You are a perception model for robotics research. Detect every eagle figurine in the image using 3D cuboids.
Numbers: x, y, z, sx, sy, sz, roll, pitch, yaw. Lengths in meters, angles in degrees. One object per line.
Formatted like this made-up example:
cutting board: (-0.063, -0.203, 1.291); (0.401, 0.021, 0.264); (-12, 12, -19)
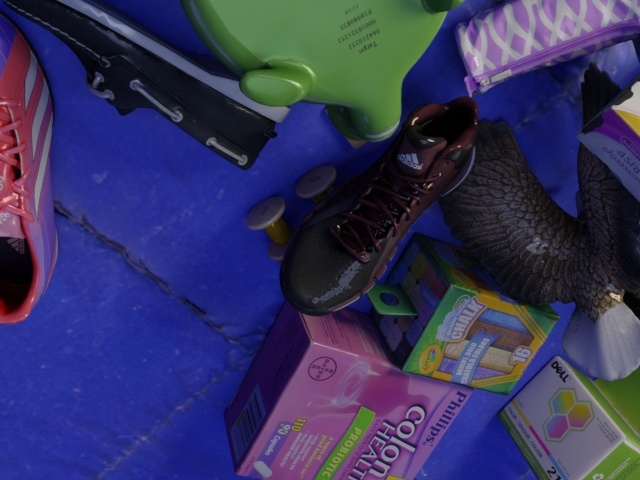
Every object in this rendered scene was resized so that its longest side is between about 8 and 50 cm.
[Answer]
eagle figurine: (0.293, -0.018, 0.923); (0.226, 0.225, 0.298); (-44, 115, 6)

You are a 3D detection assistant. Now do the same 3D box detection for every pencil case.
pencil case: (0.239, -0.220, 0.853); (0.206, 0.088, 0.086); (-20, 131, 22)

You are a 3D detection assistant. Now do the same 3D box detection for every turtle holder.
turtle holder: (0.006, -0.246, 0.727); (0.320, 0.227, 0.243); (31, 106, -29)

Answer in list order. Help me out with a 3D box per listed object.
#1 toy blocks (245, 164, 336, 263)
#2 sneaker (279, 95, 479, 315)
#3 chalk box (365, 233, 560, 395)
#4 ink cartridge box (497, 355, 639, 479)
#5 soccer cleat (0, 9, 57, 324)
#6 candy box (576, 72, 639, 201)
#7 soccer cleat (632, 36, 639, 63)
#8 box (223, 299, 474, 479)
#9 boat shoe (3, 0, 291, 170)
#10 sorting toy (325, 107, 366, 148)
toy blocks: (0.000, 0.000, 0.967); (0.123, 0.054, 0.148); (-31, 122, 4)
sneaker: (0.062, -0.051, 0.832); (0.106, 0.162, 0.281); (40, 76, 9)
chalk box: (0.156, 0.086, 1.014); (0.213, 0.132, 0.132); (17, 113, -25)
ink cartridge box: (0.396, 0.229, 1.130); (0.097, 0.189, 0.255); (33, 105, -27)
soccer cleat: (-0.316, -0.068, 0.805); (0.109, 0.116, 0.318); (-4, 120, -13)
candy box: (0.378, -0.122, 0.763); (0.233, 0.071, 0.159); (-42, 85, -18)
soccer cleat: (0.367, -0.201, 0.864); (0.095, 0.248, 0.083); (-13, 170, -39)
box: (0.031, 0.211, 1.060); (0.243, 0.117, 0.213); (20, 112, -25)
boat shoe: (-0.171, -0.159, 0.795); (0.302, 0.114, 0.091); (25, 104, -26)
sorting toy: (0.055, -0.150, 0.921); (0.083, 0.012, 0.062); (-35, 117, 10)
